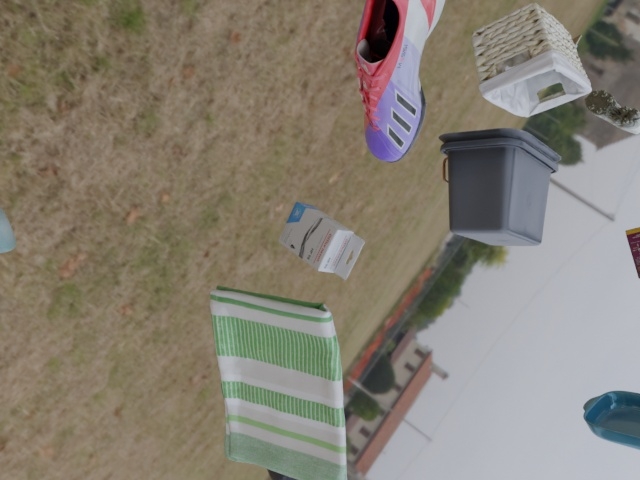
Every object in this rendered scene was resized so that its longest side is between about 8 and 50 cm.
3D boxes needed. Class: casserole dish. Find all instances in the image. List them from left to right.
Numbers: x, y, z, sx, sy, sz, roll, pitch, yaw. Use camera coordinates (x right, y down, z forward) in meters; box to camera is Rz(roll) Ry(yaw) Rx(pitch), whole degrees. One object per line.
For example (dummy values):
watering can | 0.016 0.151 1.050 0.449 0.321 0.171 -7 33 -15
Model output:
casserole dish | 0.491 0.277 0.983 0.114 0.037 0.188 -25 -163 -37

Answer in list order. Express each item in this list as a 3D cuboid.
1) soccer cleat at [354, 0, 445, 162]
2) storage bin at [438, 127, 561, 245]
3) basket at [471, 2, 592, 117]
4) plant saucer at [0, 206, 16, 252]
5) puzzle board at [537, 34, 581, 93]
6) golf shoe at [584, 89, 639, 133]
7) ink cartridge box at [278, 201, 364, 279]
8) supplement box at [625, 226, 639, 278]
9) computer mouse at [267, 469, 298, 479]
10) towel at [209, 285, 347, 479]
soccer cleat | 0.089 -0.233 0.918 0.116 0.108 0.318 -34 148 -33
storage bin | 0.165 -0.045 0.628 0.135 0.098 0.091 13 80 -54
basket | 0.303 -0.257 0.947 0.113 0.103 0.167 -18 167 36
plant saucer | -0.406 -0.052 0.685 0.037 0.195 0.195 -59 169 5
puzzle board | 0.490 -0.361 1.370 0.128 0.011 0.096 -58 -171 -13
golf shoe | 0.769 -0.331 1.724 0.069 0.176 0.086 -45 135 12
ink cartridge box | 0.000 0.000 1.449 0.060 0.180 0.104 11 108 -50
supplement box | 0.542 0.018 1.093 0.043 0.083 0.055 -17 172 26
computer mouse | -0.112 0.397 1.337 0.060 0.184 0.262 4 78 -61
towel | -0.074 0.245 1.088 0.038 0.247 0.325 -27 119 -56
